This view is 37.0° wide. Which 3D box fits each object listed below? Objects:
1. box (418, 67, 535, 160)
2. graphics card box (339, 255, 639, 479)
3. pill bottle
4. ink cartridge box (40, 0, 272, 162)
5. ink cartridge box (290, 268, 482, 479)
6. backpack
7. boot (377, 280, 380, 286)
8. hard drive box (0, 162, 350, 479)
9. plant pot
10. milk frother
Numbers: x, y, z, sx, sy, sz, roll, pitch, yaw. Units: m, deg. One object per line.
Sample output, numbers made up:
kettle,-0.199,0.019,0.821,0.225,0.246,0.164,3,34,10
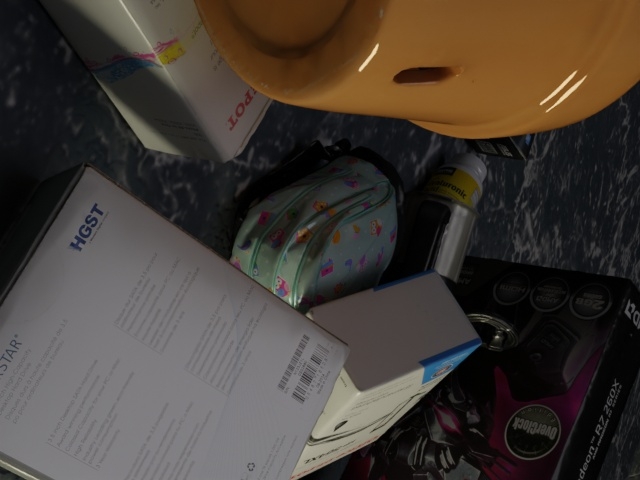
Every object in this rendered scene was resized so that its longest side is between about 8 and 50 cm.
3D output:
box,0.231,-0.289,1.174,0.242,0.076,0.307,39,68,-56
graphics card box,0.165,0.198,0.968,0.094,0.232,0.371,45,65,-39
pill bottle,0.156,-0.052,1.149,0.116,0.065,0.065,-54,142,-35
ink cartridge box,-0.101,-0.180,0.661,0.154,0.093,0.212,-61,144,-24
ink cartridge box,0.024,0.127,0.854,0.148,0.086,0.203,-16,154,-37
backpack,0.000,0.000,0.869,0.182,0.115,0.152,-27,126,-48
boot,0.080,0.158,1.076,0.280,0.096,0.264,39,70,-54
hard drive box,-0.120,0.090,0.634,0.232,0.089,0.181,38,66,-25
plant pot,0.051,-0.192,0.576,0.203,0.291,0.291,-17,116,-37
milk frother,0.138,0.032,0.969,0.129,0.143,0.135,141,-33,-79
